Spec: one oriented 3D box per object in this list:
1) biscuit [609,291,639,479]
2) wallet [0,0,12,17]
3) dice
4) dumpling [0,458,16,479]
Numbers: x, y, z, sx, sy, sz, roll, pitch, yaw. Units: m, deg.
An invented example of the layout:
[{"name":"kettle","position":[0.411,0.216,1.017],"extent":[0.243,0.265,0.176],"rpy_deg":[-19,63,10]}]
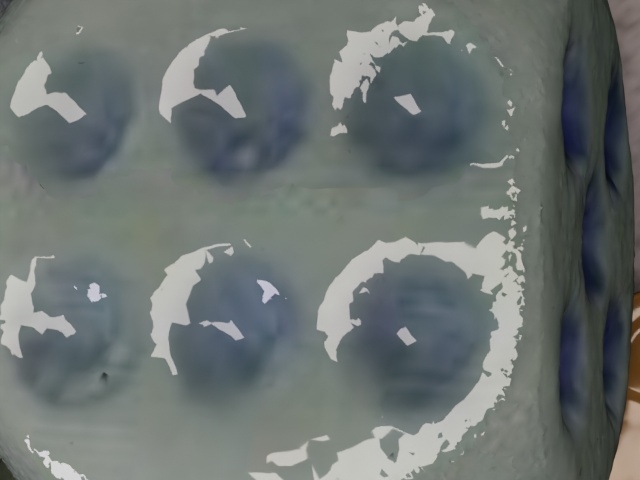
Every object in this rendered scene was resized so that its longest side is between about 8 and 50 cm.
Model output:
[{"name":"biscuit","position":[0.209,0.184,0.959],"extent":[0.351,0.057,0.312],"rpy_deg":[10,101,10]},{"name":"wallet","position":[-0.211,-0.140,0.965],"extent":[0.222,0.036,0.167],"rpy_deg":[28,104,35]},{"name":"dice","position":[0.000,0.000,0.848],"extent":[0.268,0.262,0.264],"rpy_deg":[1,87,19]},{"name":"dumpling","position":[-0.192,0.131,0.995],"extent":[0.152,0.108,0.219],"rpy_deg":[52,122,39]}]
